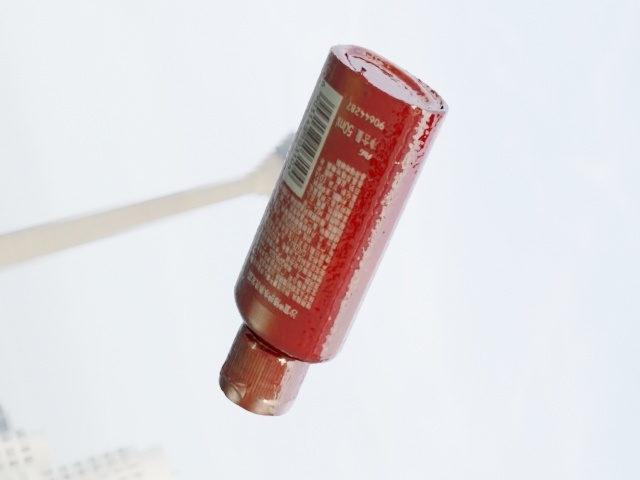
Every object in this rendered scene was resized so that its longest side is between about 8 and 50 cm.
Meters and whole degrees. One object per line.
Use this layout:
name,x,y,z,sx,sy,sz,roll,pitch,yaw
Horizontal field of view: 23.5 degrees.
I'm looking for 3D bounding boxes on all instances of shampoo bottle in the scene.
shampoo bottle,0.001,0.000,1.261,0.118,0.076,0.314,36,-63,30
